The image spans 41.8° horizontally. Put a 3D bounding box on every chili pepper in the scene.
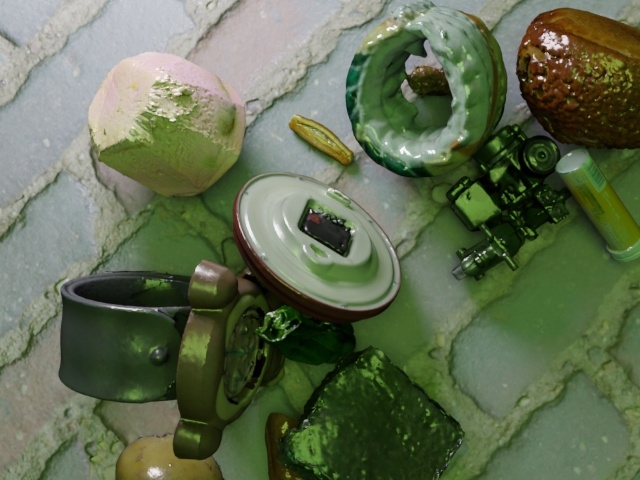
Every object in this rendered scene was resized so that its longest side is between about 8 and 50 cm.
[{"bbox_3d":[-0.024,0.160,1.411,0.099,0.253,0.083,-37,66,15],"label":"chili pepper"}]

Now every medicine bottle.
[{"bbox_3d":[0.487,-0.061,1.446,0.074,0.074,0.218,-43,114,-2],"label":"medicine bottle"}]

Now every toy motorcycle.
[{"bbox_3d":[0.312,-0.066,1.475,0.275,0.127,0.205,-38,88,-5],"label":"toy motorcycle"}]

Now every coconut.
[{"bbox_3d":[-0.249,-0.193,1.454,0.233,0.245,0.233,-18,61,37],"label":"coconut"}]

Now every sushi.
[{"bbox_3d":[0.204,-0.292,1.531,0.117,0.060,0.062,-5,89,3],"label":"sushi"}]

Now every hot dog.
[{"bbox_3d":[0.005,-0.187,1.542,0.137,0.028,0.044,34,112,7],"label":"hot dog"}]

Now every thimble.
[{"bbox_3d":[0.176,-0.257,1.420,0.254,0.167,0.288,3,111,29],"label":"thimble"}]

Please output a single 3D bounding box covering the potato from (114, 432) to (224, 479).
[{"bbox_3d":[-0.272,0.434,1.452,0.182,0.117,0.202,-38,86,1],"label":"potato"}]

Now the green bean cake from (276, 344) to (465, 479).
[{"bbox_3d":[0.081,0.335,1.404,0.255,0.132,0.241,41,70,-6],"label":"green bean cake"}]

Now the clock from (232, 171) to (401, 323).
[{"bbox_3d":[0.000,0.000,1.402,0.318,0.318,0.080,40,124,5],"label":"clock"}]

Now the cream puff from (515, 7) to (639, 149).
[{"bbox_3d":[0.473,-0.262,1.428,0.303,0.303,0.212,18,118,3],"label":"cream puff"}]

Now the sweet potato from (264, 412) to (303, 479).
[{"bbox_3d":[-0.038,0.417,1.458,0.097,0.097,0.252,-13,88,0],"label":"sweet potato"}]

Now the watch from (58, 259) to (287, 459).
[{"bbox_3d":[-0.256,0.157,1.398,0.326,0.335,0.314,10,100,21],"label":"watch"}]
